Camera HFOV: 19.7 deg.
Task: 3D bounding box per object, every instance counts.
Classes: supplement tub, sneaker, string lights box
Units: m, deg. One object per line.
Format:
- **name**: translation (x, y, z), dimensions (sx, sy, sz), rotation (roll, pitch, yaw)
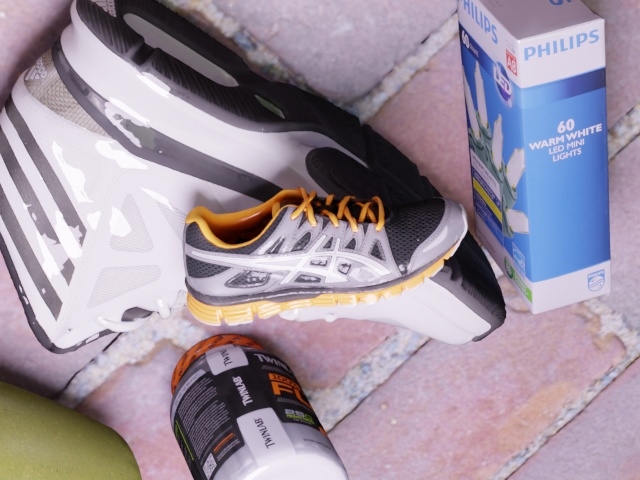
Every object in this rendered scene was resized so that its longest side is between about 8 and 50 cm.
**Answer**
- **supplement tub**: translation (-0.057, 0.167, 1.539), dimensions (0.117, 0.190, 0.117), rotation (-11, 125, -16)
- **sneaker**: translation (-0.078, 0.006, 1.472), dimensions (0.447, 0.169, 0.257), rotation (32, 114, -26)
- **sneaker**: translation (0.000, 0.000, 1.333), dimensions (0.215, 0.084, 0.083), rotation (-14, 117, 2)
- **string lights box**: translation (0.176, -0.086, 1.506), dimensions (0.077, 0.133, 0.259), rotation (-16, 125, -11)

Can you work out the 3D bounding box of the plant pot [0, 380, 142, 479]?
- **plant pot**: translation (-0.294, 0.214, 1.453), dimensions (0.294, 0.275, 0.274), rotation (6, 119, -43)
